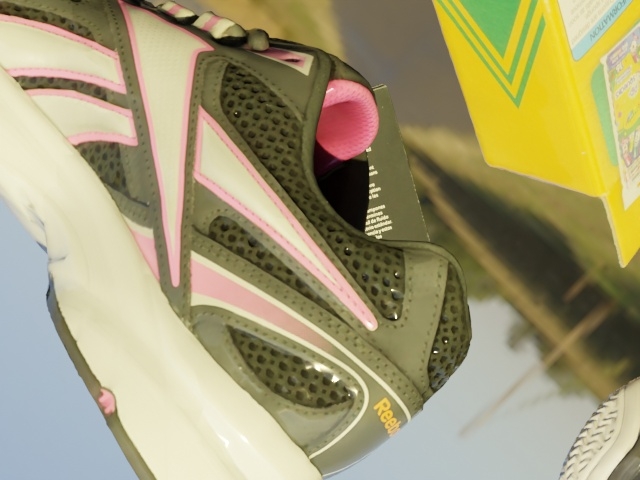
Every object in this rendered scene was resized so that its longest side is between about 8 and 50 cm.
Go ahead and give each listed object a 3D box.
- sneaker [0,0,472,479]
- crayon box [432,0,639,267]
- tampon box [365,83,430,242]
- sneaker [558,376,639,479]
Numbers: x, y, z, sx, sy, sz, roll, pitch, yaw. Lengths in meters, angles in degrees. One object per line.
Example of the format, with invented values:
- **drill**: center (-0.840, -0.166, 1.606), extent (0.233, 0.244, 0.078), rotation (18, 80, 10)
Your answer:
- **sneaker**: center (-0.028, -0.019, 0.408), extent (0.178, 0.077, 0.072), rotation (56, 177, 29)
- **crayon box**: center (0.145, -0.171, 1.017), extent (0.083, 0.203, 0.323), rotation (19, 146, 38)
- **tampon box**: center (0.000, 0.000, 1.145), extent (0.120, 0.101, 0.161), rotation (-172, 66, -79)
- **sneaker**: center (0.248, 0.076, 0.985), extent (0.153, 0.268, 0.101), rotation (36, 178, 42)
